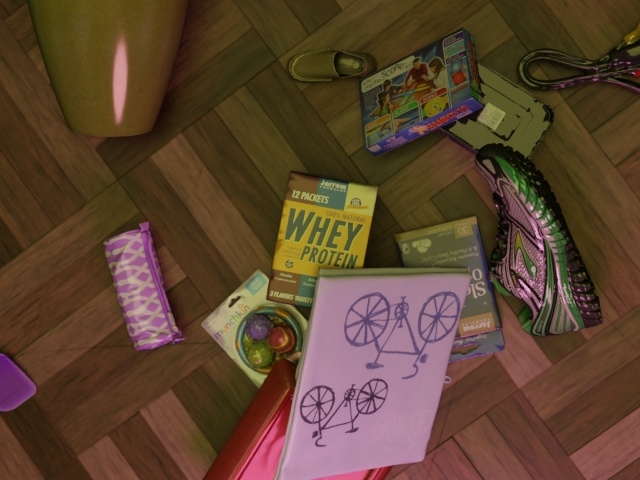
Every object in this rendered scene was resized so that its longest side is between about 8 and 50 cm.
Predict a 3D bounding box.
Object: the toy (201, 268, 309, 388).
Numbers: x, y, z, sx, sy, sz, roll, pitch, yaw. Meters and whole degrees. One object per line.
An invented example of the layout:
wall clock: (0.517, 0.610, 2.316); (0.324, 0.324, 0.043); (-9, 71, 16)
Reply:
toy: (-0.072, 0.178, 1.947); (0.137, 0.056, 0.237); (-43, 86, 3)

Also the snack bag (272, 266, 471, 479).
snack bag: (0.082, 0.203, 1.808); (0.037, 0.323, 0.342); (26, 110, 45)

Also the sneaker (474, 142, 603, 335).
sneaker: (0.311, 0.009, 1.830); (0.146, 0.134, 0.343); (-22, 110, 13)

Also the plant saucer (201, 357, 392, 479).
plant saucer: (-0.021, 0.359, 1.912); (0.259, 0.048, 0.258); (31, 94, -11)

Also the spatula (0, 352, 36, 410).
spatula: (-0.596, 0.159, 2.014); (0.084, 0.030, 0.296); (-37, 87, 7)

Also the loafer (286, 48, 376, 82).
loafer: (0.016, -0.286, 1.936); (0.148, 0.050, 0.056); (-4, 90, 6)

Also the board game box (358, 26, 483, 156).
board game box: (0.152, -0.229, 1.859); (0.201, 0.035, 0.136); (-23, 56, 32)

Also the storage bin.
storage bin: (0.266, -0.196, 1.894); (0.180, 0.084, 0.122); (33, 94, 6)

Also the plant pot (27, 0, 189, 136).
plant pot: (-0.332, -0.319, 1.885); (0.275, 0.275, 0.293); (4, 106, 6)

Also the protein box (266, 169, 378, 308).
protein box: (0.000, 0.000, 1.857); (0.136, 0.201, 0.199); (10, 92, -2)

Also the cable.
cable: (0.464, -0.276, 1.901); (0.287, 0.072, 0.139); (-14, 106, 18)

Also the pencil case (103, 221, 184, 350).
pencil case: (-0.289, 0.080, 1.952); (0.088, 0.086, 0.206); (-19, 90, 40)

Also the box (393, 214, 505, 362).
box: (0.210, 0.083, 1.928); (0.137, 0.036, 0.225); (-14, 90, 6)
